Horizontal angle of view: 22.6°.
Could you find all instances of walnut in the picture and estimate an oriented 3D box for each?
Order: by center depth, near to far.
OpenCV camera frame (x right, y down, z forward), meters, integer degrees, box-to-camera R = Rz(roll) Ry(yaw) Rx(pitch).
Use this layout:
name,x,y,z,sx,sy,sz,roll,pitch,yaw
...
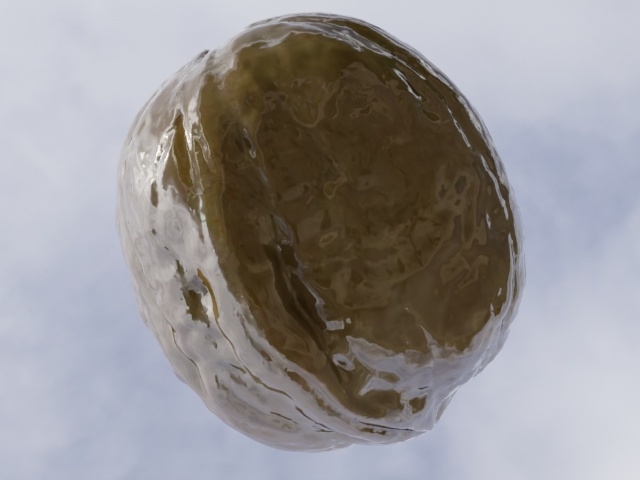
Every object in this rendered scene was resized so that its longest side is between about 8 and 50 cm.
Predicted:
name,x,y,z,sx,sy,sz,roll,pitch,yaw
walnut,0.001,-0.001,1.131,0.277,0.252,0.313,-29,-83,-1
